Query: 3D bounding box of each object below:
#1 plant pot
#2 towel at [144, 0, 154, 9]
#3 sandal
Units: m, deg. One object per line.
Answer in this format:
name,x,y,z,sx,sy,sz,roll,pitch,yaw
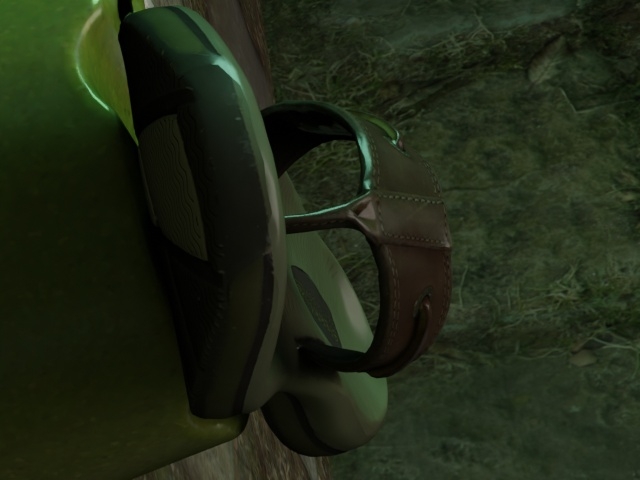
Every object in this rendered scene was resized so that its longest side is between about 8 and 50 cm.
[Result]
plant pot,-0.166,0.012,0.679,0.276,0.254,0.276,-14,90,-85
towel,-0.183,-0.146,0.874,0.317,0.053,0.332,58,-17,-26
sandal,0.000,-0.001,0.610,0.303,0.086,0.120,50,26,-76
